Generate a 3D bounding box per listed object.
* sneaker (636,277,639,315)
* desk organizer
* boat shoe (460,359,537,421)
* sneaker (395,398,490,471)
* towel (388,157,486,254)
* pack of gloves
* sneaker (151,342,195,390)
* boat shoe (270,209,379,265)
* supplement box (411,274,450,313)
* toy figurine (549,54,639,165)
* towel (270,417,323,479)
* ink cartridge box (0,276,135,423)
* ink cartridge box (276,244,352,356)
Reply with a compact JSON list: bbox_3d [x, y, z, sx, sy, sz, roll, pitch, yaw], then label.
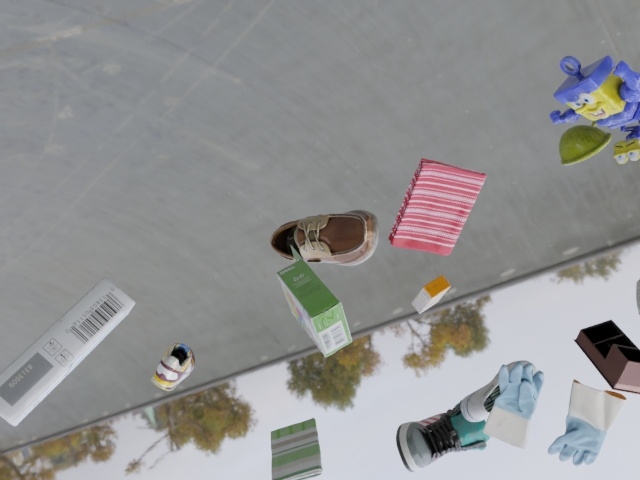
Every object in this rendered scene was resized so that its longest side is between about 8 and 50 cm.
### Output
[{"bbox_3d":[0.684,0.062,1.199,0.258,0.094,0.091,-43,161,-40],"label":"sneaker"},{"bbox_3d":[0.437,0.168,0.889,0.047,0.050,0.130,11,-158,-7],"label":"desk organizer"},{"bbox_3d":[0.400,0.321,1.256,0.226,0.083,0.076,-26,174,-31],"label":"boat shoe"},{"bbox_3d":[0.302,0.457,1.395,0.178,0.123,0.295,-28,164,22],"label":"sneaker"},{"bbox_3d":[0.322,-0.085,1.654,0.199,0.274,0.031,11,-149,-12],"label":"towel"},{"bbox_3d":[0.405,0.299,1.050,0.195,0.232,0.046,19,-136,23],"label":"pack of gloves"},{"bbox_3d":[-0.306,0.259,1.307,0.084,0.070,0.185,-59,-175,11],"label":"sneaker"},{"bbox_3d":[0.000,0.000,1.298,0.116,0.123,0.324,1,171,-35],"label":"boat shoe"},{"bbox_3d":[0.263,0.130,1.417,0.062,0.036,0.098,-28,160,-23],"label":"supplement box"},{"bbox_3d":[0.529,-0.281,1.117,0.191,0.217,0.362,-56,-170,-7],"label":"toy figurine"},{"bbox_3d":[-0.054,0.466,1.305,0.113,0.023,0.152,-17,-151,3],"label":"towel"},{"bbox_3d":[-0.560,0.256,1.282,0.308,0.091,0.385,-50,-175,-29],"label":"ink cartridge box"},{"bbox_3d":[-0.025,0.110,1.117,0.062,0.109,0.209,-28,-140,-13],"label":"ink cartridge box"}]
